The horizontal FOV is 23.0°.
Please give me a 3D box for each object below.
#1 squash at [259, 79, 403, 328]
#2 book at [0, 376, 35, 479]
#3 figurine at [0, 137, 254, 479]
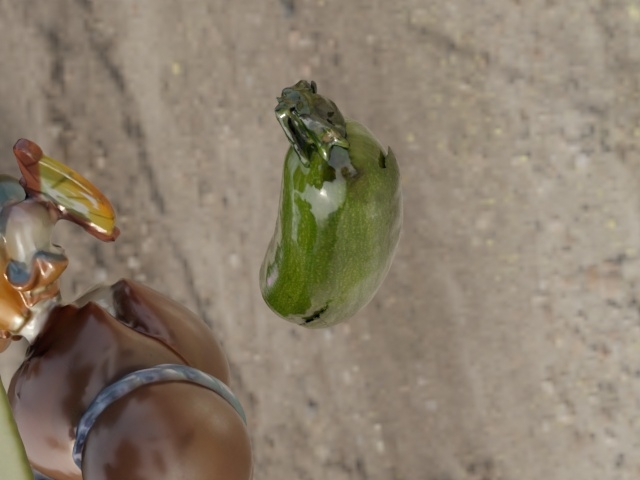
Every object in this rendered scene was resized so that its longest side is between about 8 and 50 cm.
[{"bbox_3d":[0.002,0.001,0.896,0.071,0.080,0.318,-60,-6,-17],"label":"squash"},{"bbox_3d":[-0.152,0.062,0.533,0.239,0.035,0.352,-34,75,60],"label":"book"},{"bbox_3d":[-0.224,0.081,1.227,0.388,0.248,0.276,40,140,-6],"label":"figurine"}]
